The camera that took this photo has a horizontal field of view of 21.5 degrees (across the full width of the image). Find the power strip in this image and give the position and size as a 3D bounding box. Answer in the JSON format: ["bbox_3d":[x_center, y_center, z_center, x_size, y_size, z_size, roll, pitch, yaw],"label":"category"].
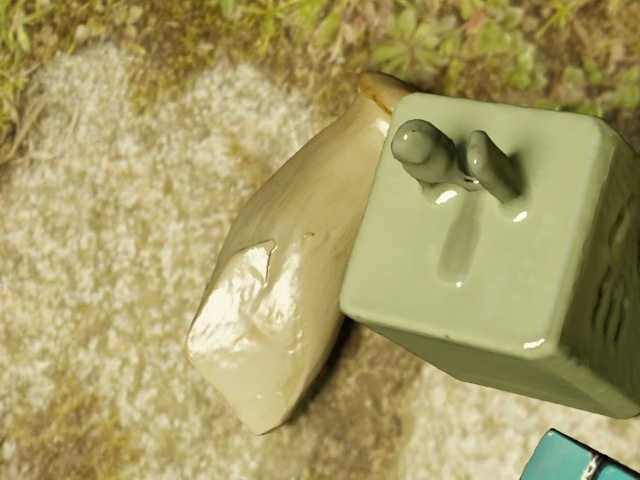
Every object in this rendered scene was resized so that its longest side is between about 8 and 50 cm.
[{"bbox_3d":[0.104,0.002,0.952,0.139,0.224,0.140,12,80,32],"label":"power strip"}]

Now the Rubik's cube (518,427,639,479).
[{"bbox_3d":[0.168,0.209,0.886,0.151,0.154,0.155,27,87,35],"label":"Rubik's cube"}]

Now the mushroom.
[{"bbox_3d":[-0.007,0.001,1.096,0.247,0.096,0.108,-57,31,-3],"label":"mushroom"}]
